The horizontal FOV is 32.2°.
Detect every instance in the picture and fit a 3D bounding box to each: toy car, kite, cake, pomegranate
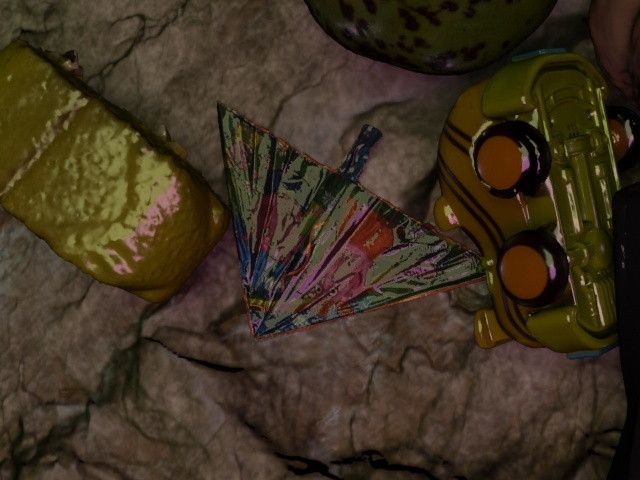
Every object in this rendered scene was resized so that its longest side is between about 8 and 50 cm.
[{"bbox_3d":[0.175,-0.026,0.915,0.142,0.200,0.248,-12,88,41],"label":"toy car"},{"bbox_3d":[0.000,0.000,1.029,0.321,0.016,0.234,31,90,16],"label":"kite"},{"bbox_3d":[-0.203,-0.057,1.003,0.260,0.179,0.156,40,93,12],"label":"cake"},{"bbox_3d":[0.078,-0.253,0.918,0.254,0.270,0.254,18,118,36],"label":"pomegranate"}]

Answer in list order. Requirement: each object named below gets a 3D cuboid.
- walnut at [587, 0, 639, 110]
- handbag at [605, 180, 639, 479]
[{"bbox_3d":[0.349,-0.187,0.860,0.273,0.273,0.227,-28,119,8],"label":"walnut"},{"bbox_3d":[0.357,0.100,0.829,0.287,0.152,0.342,-1,105,-7],"label":"handbag"}]
